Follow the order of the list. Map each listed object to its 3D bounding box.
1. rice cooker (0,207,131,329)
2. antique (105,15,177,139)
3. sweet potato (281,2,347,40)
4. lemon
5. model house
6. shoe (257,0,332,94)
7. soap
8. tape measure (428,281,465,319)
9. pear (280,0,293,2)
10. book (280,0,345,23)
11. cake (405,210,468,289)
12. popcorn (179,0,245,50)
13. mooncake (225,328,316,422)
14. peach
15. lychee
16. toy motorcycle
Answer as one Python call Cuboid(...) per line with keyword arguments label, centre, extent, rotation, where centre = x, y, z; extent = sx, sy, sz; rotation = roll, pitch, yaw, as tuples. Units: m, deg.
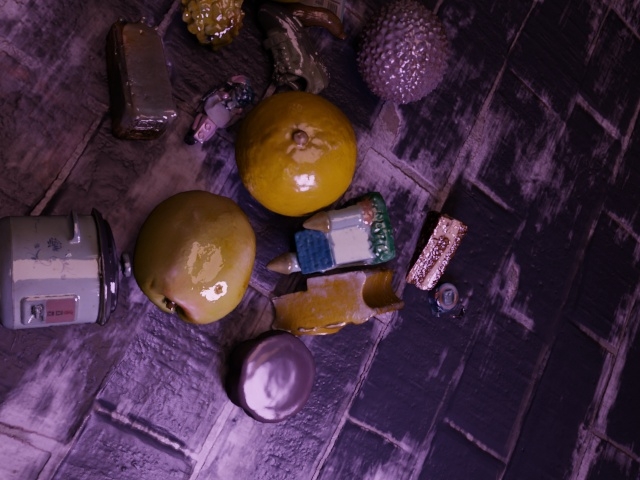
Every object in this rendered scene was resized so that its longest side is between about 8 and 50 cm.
Cuboid(label="rice cooker", centre=(-0.569, 0.066, 1.421), extent=(0.317, 0.264, 0.316), rotation=(-15, 133, -16))
Cuboid(label="antique", centre=(-0.449, -0.405, 1.592), extent=(0.125, 0.150, 0.284), rotation=(-5, 81, -33))
Cuboid(label="sweet potato", centre=(-0.013, -0.638, 1.867), extent=(0.233, 0.081, 0.062), rotation=(6, 66, -29))
Cuboid(label="lemon", centre=(-0.062, -0.226, 1.673), extent=(0.348, 0.348, 0.348), rotation=(2, 86, -29))
Cuboid(label="model house", centre=(0.000, 0.000, 1.751), extent=(0.325, 0.267, 0.194), rotation=(-12, 88, -18))
Cuboid(label="shoe", centre=(-0.096, -0.508, 1.792), extent=(0.293, 0.109, 0.149), rotation=(49, 61, -23))
Cuboid(label="soap", centre=(0.054, 0.178, 1.879), extent=(0.339, 0.304, 0.169), rotation=(3, 77, -68))
Cuboid(label="tape measure", centre=(0.408, 0.185, 2.004), extent=(0.104, 0.180, 0.107), rotation=(-12, 94, -13))
Cuboid(label="pear", centre=(-0.087, -0.767, 1.717), extent=(0.269, 0.269, 0.321), rotation=(2, 52, -29))
Cuboid(label="book", centre=(-0.006, -0.794, 1.909), extent=(0.215, 0.025, 0.282), rotation=(14, 81, -28))
Cuboid(label="cake", centre=(0.355, 0.025, 2.053), extent=(0.112, 0.135, 0.246), rotation=(23, 106, -14))
Cuboid(label="popcorn", centre=(-0.280, -0.586, 1.686), extent=(0.173, 0.142, 0.173), rotation=(-16, 124, -25))
Cuboid(label="mooncake", centre=(-0.133, 0.357, 1.711), extent=(0.245, 0.133, 0.245), rotation=(1, 88, -30))
Cuboid(label="peach", centre=(-0.300, 0.035, 1.553), extent=(0.281, 0.314, 0.315), rotation=(19, 76, -11))
Cuboid(label="lychee", centre=(0.250, -0.552, 1.898), extent=(0.300, 0.300, 0.300), rotation=(2, 86, -29))
Cuboid(label="toy motorcycle", centre=(-0.245, -0.345, 1.650), extent=(0.108, 0.204, 0.239), rotation=(27, 77, -33))
